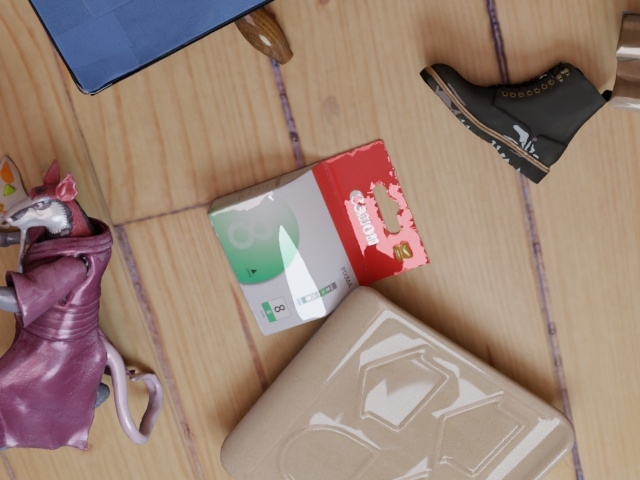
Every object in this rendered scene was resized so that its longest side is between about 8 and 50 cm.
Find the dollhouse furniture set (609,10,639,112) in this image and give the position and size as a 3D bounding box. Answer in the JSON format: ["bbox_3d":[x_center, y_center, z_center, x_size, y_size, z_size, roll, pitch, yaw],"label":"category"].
[{"bbox_3d":[0.513,-0.328,1.207,0.394,0.256,0.362,9,129,16],"label":"dollhouse furniture set"}]

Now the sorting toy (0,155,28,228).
[{"bbox_3d":[-0.390,-0.048,1.451,0.083,0.045,0.075,-31,129,14],"label":"sorting toy"}]

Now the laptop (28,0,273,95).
[{"bbox_3d":[-0.152,-0.416,1.092,0.382,0.236,0.408,-30,150,-10],"label":"laptop"}]

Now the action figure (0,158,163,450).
[{"bbox_3d":[-0.300,0.087,1.387,0.276,0.248,0.370,14,118,-5],"label":"action figure"}]

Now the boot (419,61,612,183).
[{"bbox_3d":[0.223,-0.173,1.363,0.198,0.077,0.137,34,106,-27],"label":"boot"}]

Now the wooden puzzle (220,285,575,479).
[{"bbox_3d":[0.096,0.252,1.544,0.348,0.080,0.322,35,110,-13],"label":"wooden puzzle"}]

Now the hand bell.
[{"bbox_3d":[-0.113,-0.281,1.313,0.126,0.126,0.242,-35,120,16],"label":"hand bell"}]

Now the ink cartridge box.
[{"bbox_3d":[0.000,0.000,1.451,0.225,0.056,0.181,-18,113,11],"label":"ink cartridge box"}]
